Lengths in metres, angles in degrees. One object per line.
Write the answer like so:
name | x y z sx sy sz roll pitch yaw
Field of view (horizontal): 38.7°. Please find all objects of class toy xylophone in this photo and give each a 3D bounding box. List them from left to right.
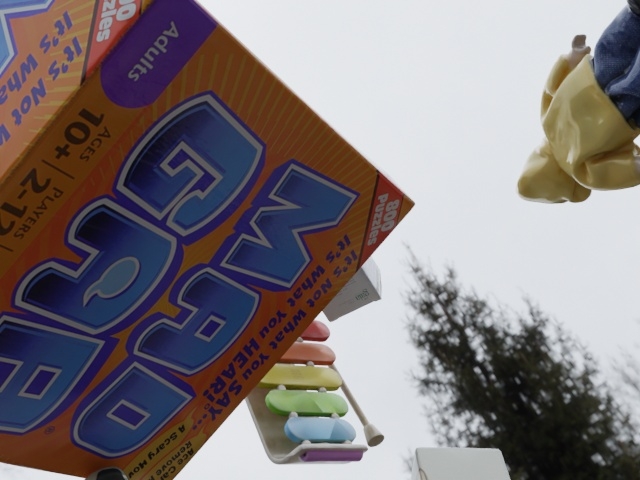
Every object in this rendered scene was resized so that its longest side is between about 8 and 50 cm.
toy xylophone | -0.025 0.213 1.368 0.236 0.323 0.081 3 -50 -41

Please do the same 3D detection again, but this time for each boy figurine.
boy figurine | 0.296 -0.123 0.946 0.092 0.177 0.285 -11 -33 -25

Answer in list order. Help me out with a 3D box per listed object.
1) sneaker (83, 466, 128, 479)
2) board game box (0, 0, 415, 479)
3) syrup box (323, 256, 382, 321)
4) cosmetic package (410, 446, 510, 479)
sneaker | -0.208 0.235 0.779 0.057 0.075 0.161 0 -51 -33
board game box | -0.216 -0.060 0.775 0.356 0.356 0.356 -49 -36 4
syrup box | 0.000 0.000 1.409 0.093 0.096 0.237 -26 -67 15
cosmetic package | 0.168 0.381 1.001 0.113 0.309 0.160 2 -69 -3
